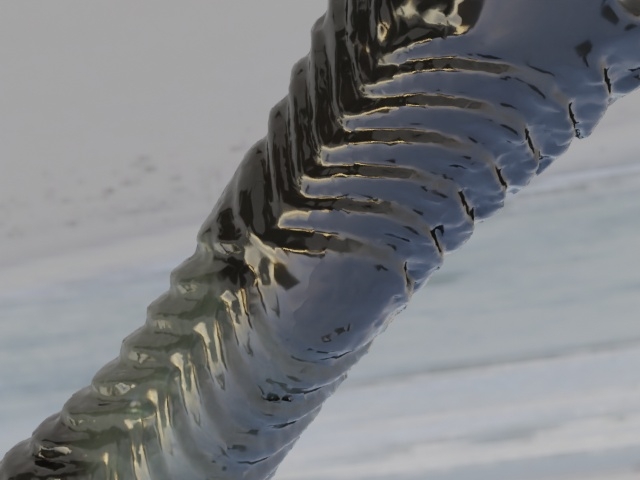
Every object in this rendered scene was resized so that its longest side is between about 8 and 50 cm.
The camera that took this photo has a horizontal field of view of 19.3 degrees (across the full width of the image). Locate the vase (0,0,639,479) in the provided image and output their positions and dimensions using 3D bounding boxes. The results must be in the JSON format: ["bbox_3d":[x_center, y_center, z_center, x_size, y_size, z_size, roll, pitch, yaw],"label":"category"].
[{"bbox_3d":[0.000,0.000,0.558,0.237,0.115,0.115,-54,155,14],"label":"vase"}]
